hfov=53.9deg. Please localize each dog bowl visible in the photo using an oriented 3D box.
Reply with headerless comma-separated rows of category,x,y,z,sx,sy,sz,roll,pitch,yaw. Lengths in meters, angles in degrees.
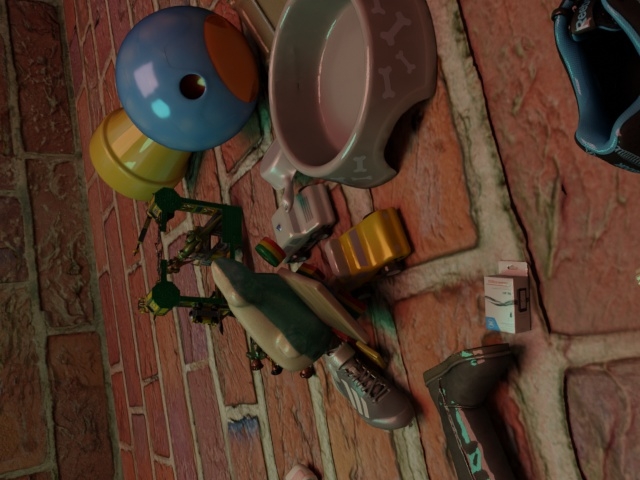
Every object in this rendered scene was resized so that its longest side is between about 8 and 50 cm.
dog bowl,0.028,-0.252,0.981,0.349,0.102,0.349,12,104,59

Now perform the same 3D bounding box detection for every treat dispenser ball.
treat dispenser ball,-0.268,-0.326,1.282,0.288,0.288,0.288,13,105,58

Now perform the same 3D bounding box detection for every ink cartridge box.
ink cartridge box,0.226,0.068,0.764,0.048,0.028,0.083,0,94,59

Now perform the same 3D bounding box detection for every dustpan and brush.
dustpan and brush,-0.065,-0.129,1.155,0.147,0.060,0.211,-47,22,37

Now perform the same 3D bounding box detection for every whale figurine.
whale figurine,-0.072,0.107,1.075,0.216,0.141,0.272,47,177,44

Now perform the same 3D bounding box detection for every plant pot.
plant pot,-0.428,-0.266,1.626,0.239,0.254,0.254,-34,64,38

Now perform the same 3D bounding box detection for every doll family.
doll family,-0.078,0.220,1.250,0.193,0.076,0.111,-17,74,55

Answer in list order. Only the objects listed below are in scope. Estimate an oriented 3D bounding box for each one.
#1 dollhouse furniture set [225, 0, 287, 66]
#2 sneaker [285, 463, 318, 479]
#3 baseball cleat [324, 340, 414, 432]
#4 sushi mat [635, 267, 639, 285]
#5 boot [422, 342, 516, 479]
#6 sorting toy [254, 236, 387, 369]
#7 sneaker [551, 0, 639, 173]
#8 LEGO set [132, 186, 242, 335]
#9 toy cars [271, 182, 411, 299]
dollhouse furniture set,-0.087,-0.509,1.171,0.301,0.151,0.197,57,157,-9
sneaker,-0.040,0.506,1.248,0.070,0.051,0.134,31,117,56
baseball cleat,0.062,0.224,0.992,0.206,0.072,0.109,15,138,58
sushi mat,0.401,0.026,0.477,0.316,0.019,0.151,-46,54,52
boot,0.206,0.245,0.778,0.189,0.076,0.208,115,147,-61
sorting toy,0.019,0.094,0.980,0.274,0.046,0.132,50,164,-26
sneaker,0.272,-0.226,0.540,0.125,0.139,0.341,-17,78,60
LEGO set,-0.305,0.054,1.441,0.192,0.255,0.331,-38,59,55
toy cars,0.000,0.000,1.074,0.393,0.087,0.176,26,115,55
